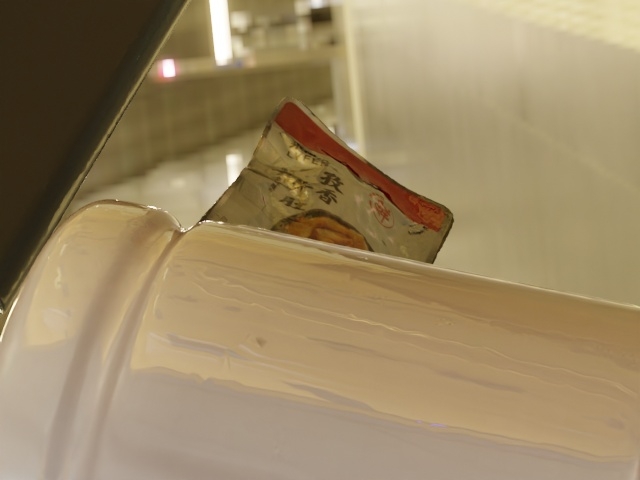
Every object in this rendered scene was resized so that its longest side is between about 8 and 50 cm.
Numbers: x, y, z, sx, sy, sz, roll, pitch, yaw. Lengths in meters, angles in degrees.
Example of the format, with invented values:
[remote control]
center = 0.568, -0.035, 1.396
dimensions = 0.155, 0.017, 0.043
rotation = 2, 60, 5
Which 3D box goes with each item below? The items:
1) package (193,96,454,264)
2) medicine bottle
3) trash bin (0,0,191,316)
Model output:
[package]
center = 0.000, 0.000, 1.279
dimensions = 0.030, 0.154, 0.239
rotation = -48, 7, 33
[medicine bottle]
center = 0.042, 0.074, 0.517
dimensions = 0.133, 0.249, 0.133
rotation = 11, -90, -79
[trash bin]
center = -0.165, -0.080, 0.806
dimensions = 0.115, 0.165, 0.225
rotation = -32, 28, 46
